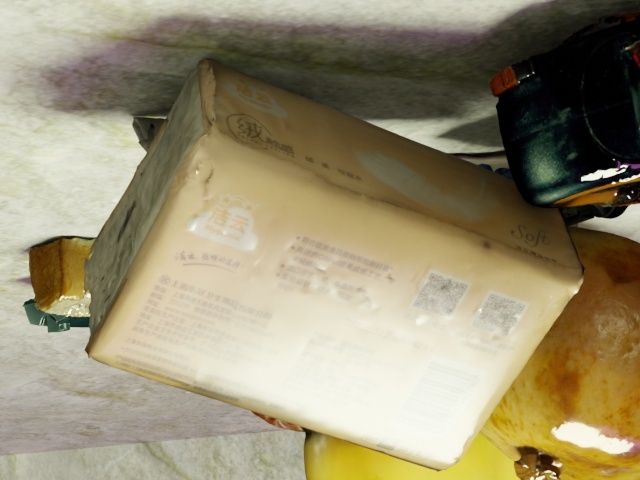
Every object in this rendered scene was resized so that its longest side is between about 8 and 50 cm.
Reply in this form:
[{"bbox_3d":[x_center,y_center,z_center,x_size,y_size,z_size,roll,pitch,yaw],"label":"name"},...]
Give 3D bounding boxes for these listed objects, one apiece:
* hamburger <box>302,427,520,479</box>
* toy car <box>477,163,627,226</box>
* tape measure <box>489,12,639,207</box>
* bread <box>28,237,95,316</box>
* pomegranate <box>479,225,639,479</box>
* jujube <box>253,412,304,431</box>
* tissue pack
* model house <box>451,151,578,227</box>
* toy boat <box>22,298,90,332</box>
[{"bbox_3d":[0.155,0.148,1.974,0.395,0.277,0.396,-9,174,-1],"label":"hamburger"},{"bbox_3d":[0.178,-0.053,1.500,0.097,0.100,0.191,5,163,-44],"label":"toy car"},{"bbox_3d":[0.231,-0.095,1.279,0.202,0.135,0.223,-9,174,-38],"label":"tape measure"},{"bbox_3d":[-0.242,0.037,1.784,0.083,0.070,0.076,6,162,-36],"label":"bread"},{"bbox_3d":[0.210,0.100,1.453,0.215,0.215,0.215,-6,168,-1],"label":"pomegranate"},{"bbox_3d":[0.003,0.156,2.240,0.183,0.183,0.243,-16,157,38],"label":"jujube"},{"bbox_3d":[0.000,0.000,1.348,0.305,0.239,0.238,20,159,-20],"label":"tissue pack"},{"bbox_3d":[0.094,0.047,1.679,0.237,0.202,0.237,-3,167,-12],"label":"model house"},{"bbox_3d":[-0.263,0.070,1.959,0.055,0.060,0.141,-12,173,23],"label":"toy boat"}]
